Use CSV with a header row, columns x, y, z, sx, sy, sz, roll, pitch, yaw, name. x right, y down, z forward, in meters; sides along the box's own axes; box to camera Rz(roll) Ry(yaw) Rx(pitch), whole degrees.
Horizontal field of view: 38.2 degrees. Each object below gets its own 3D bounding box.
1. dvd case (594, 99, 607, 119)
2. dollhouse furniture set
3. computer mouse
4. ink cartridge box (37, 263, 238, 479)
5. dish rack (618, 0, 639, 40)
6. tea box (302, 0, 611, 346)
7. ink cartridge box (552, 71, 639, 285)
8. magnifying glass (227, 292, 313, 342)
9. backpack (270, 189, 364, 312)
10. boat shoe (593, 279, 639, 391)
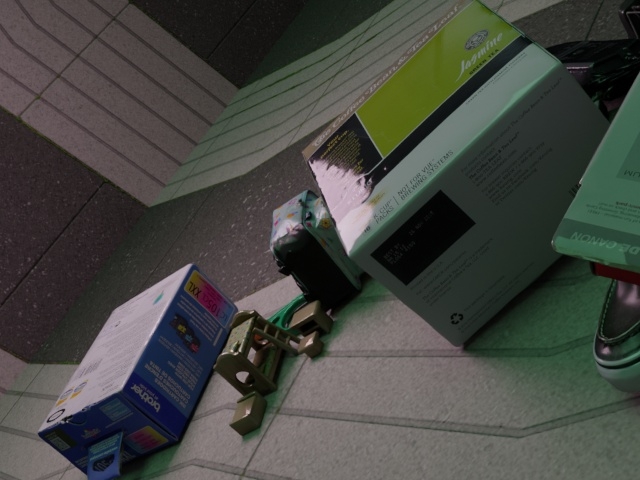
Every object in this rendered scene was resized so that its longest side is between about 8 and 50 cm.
x,y,z,sx,sy,sz,roll,pitch,yaw,name
0.320,-0.091,1.312,0.179,0.029,0.238,-28,26,35,dvd case
-0.081,0.179,1.439,0.161,0.101,0.182,-33,23,29,dollhouse furniture set
0.406,-0.247,1.384,0.188,0.072,0.272,-29,21,-19,computer mouse
-0.343,0.262,1.707,0.270,0.151,0.395,-29,23,37,ink cartridge box
0.573,-0.377,1.336,0.208,0.074,0.271,-47,22,-4,dish rack
0.185,-0.103,1.217,0.329,0.220,0.323,-43,30,13,tea box
0.379,-0.021,0.731,0.309,0.130,0.272,16,58,35,ink cartridge box
-0.081,0.149,1.619,0.231,0.026,0.092,-25,28,38,magnifying glass
0.000,0.000,1.544,0.144,0.166,0.188,-39,24,9,backpack
0.345,-0.011,0.917,0.335,0.119,0.121,-56,22,-23,boat shoe
